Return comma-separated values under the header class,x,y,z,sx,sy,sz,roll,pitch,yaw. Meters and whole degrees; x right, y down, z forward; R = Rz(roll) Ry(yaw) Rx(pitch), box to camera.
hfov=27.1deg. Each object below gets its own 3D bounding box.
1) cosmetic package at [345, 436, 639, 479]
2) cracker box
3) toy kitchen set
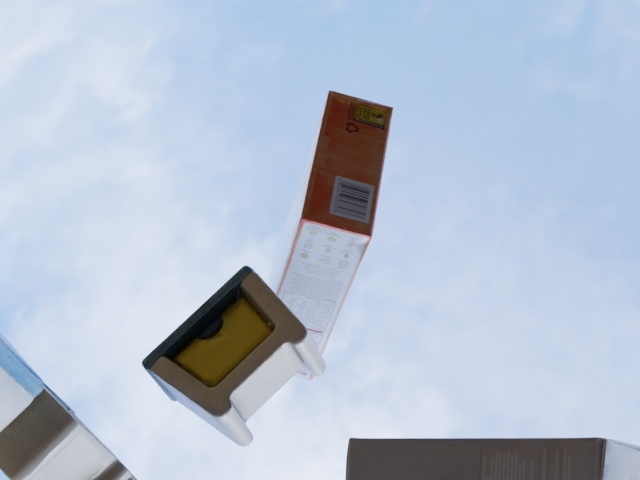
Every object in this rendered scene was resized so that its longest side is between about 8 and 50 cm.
class,x,y,z,sx,sy,sz,roll,pitch,yaw
cosmetic package,0.147,0.215,1.092,0.238,0.127,0.107,-2,-104,35
cracker box,0.000,0.000,1.217,0.232,0.067,0.156,112,-8,-51
toy kitchen set,-0.115,0.037,0.672,0.166,0.207,0.122,-44,-126,-11
